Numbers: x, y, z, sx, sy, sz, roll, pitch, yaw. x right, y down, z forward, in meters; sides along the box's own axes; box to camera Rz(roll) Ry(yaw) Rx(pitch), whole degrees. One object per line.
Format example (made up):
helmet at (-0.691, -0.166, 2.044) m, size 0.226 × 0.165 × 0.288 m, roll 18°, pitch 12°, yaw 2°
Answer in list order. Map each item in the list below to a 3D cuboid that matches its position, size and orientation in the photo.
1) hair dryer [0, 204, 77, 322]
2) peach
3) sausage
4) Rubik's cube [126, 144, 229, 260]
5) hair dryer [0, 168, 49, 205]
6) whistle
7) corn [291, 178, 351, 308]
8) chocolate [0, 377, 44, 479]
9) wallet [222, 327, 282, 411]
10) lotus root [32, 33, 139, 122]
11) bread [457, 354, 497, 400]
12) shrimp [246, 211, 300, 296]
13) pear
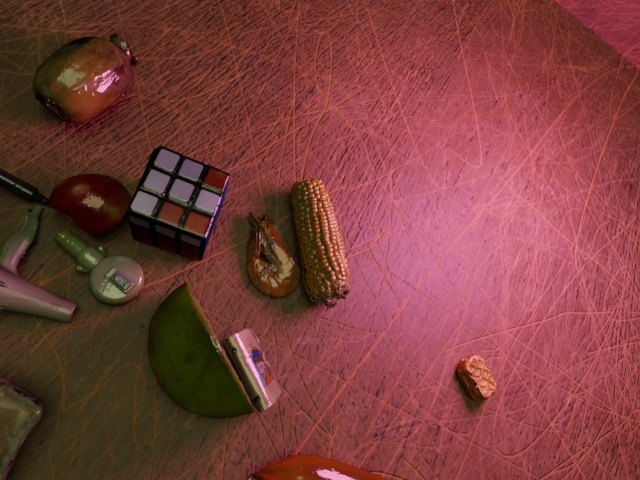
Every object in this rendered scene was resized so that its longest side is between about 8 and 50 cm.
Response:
hair dryer at (-0.551, 0.066, 0.839) m, size 0.219 × 0.088 × 0.225 m, roll 42°, pitch 48°, yaw -9°
peach at (-0.468, -0.082, 0.894) m, size 0.151 × 0.151 × 0.119 m, roll -46°, pitch 134°, yaw -27°
sausage at (0.015, 0.490, 0.854) m, size 0.327 × 0.112 × 0.112 m, roll 23°, pitch 65°, yaw -10°
Rubik's cube at (-0.296, -0.071, 0.915) m, size 0.163 × 0.160 × 0.162 m, roll 22°, pitch 66°, yaw -10°
hair dryer at (-0.663, -0.136, 0.862) m, size 0.255 × 0.128 × 0.070 m, roll 37°, pitch 68°, yaw -28°
whistle at (-0.446, 0.048, 0.877) m, size 0.198 × 0.057 × 0.104 m, roll 41°, pitch 63°, yaw -3°
corn at (0.000, 0.000, 1.024) m, size 0.115 × 0.115 × 0.318 m, roll -5°, pitch 73°, yaw -21°
chocolate at (-0.588, 0.358, 0.688) m, size 0.185 × 0.100 × 0.304 m, roll 28°, pitch 73°, yaw -15°
wallet at (-0.132, 0.256, 0.886) m, size 0.039 × 0.110 × 0.155 m, roll -28°, pitch 84°, yaw 9°
lotus root at (-0.503, -0.374, 0.966) m, size 0.154 × 0.154 × 0.278 m, roll 37°, pitch 59°, yaw -4°
bread at (0.387, 0.336, 1.073) m, size 0.083 × 0.044 × 0.111 m, roll -20°, pitch 76°, yaw -26°
shrimp at (-0.123, 0.029, 1.004) m, size 0.115 × 0.051 × 0.217 m, roll -21°, pitch 81°, yaw -22°
pear at (-0.231, 0.215, 0.792) m, size 0.139 × 0.239 × 0.288 m, roll -26°, pitch 80°, yaw -26°
